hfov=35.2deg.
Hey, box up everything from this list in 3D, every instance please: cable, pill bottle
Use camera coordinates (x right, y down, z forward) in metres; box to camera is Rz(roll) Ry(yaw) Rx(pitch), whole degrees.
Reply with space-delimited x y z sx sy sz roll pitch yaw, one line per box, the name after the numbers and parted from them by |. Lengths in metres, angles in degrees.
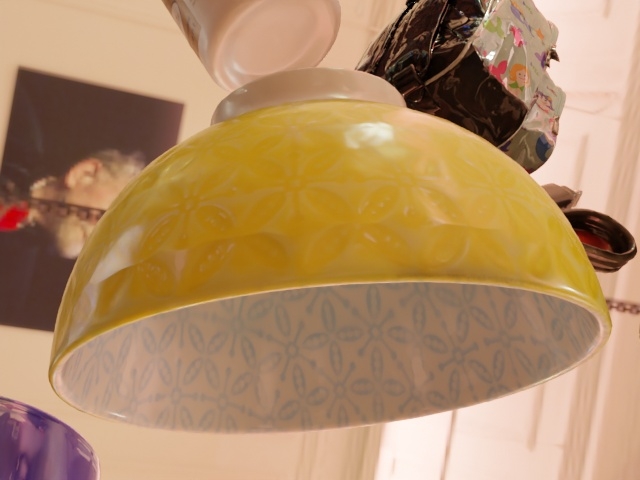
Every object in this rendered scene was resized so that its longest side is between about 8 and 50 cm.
0.164 0.004 0.859 0.139 0.287 0.072 42 -55 29 | cable
-0.089 -0.251 0.916 0.229 0.131 0.131 58 -41 30 | pill bottle

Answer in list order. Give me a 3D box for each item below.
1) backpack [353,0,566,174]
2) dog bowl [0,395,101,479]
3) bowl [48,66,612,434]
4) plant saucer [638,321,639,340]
0.130 -0.156 1.015 0.225 0.191 0.254 -28 -149 39 | backpack
-0.321 0.228 0.845 0.265 0.264 0.104 121 -25 -47 | dog bowl
0.000 0.000 0.555 0.289 0.289 0.156 134 -45 -59 | bowl
0.390 -0.001 0.811 0.333 0.080 0.333 -69 179 -74 | plant saucer
